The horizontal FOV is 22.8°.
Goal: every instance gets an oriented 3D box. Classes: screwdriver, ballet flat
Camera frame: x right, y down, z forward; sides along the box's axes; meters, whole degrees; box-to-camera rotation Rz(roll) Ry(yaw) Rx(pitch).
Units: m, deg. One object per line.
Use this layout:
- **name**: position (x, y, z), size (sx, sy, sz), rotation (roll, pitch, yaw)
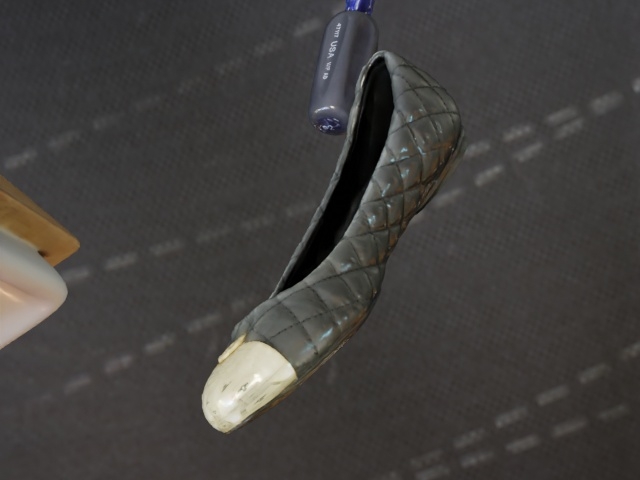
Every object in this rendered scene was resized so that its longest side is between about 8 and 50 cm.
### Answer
- **screwdriver**: position (0.020, -0.114, 0.651), size (0.024, 0.170, 0.025), rotation (26, 145, -20)
- **ballet flat**: position (0.000, 0.000, 0.558), size (0.049, 0.173, 0.057), rotation (44, 139, -14)

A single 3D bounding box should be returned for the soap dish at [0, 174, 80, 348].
- **soap dish**: position (-0.279, 0.031, 0.718), size (0.291, 0.118, 0.229), rotation (-32, 162, 4)
